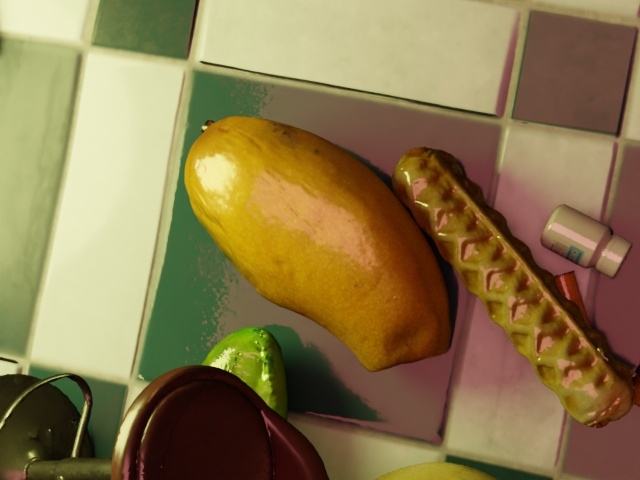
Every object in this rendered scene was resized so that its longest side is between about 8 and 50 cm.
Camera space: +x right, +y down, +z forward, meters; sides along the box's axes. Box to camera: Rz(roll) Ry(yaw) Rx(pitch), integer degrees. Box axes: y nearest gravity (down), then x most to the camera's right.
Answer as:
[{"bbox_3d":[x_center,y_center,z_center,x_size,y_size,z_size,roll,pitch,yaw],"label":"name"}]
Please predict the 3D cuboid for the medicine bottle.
[{"bbox_3d":[0.285,0.002,1.587,0.089,0.052,0.052,28,94,11],"label":"medicine bottle"}]

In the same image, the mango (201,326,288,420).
[{"bbox_3d":[-0.088,0.183,1.638,0.119,0.100,0.178,13,87,21],"label":"mango"}]

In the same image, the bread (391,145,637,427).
[{"bbox_3d":[0.201,0.044,1.571,0.084,0.077,0.367,-34,74,-12],"label":"bread"}]

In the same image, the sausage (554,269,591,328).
[{"bbox_3d":[0.275,0.088,1.599,0.031,0.031,0.107,-16,85,11],"label":"sausage"}]

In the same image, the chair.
[{"bbox_3d":[-0.196,0.240,1.513,0.401,0.226,0.227,-7,87,42],"label":"chair"}]

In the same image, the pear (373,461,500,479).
[{"bbox_3d":[0.129,0.378,1.478,0.309,0.309,0.309,0,88,12],"label":"pear"}]

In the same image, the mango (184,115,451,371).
[{"bbox_3d":[0.004,-0.002,1.605,0.359,0.144,0.187,36,112,4],"label":"mango"}]

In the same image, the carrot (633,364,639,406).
[{"bbox_3d":[0.377,0.101,1.574,0.042,0.042,0.171,25,91,12],"label":"carrot"}]
